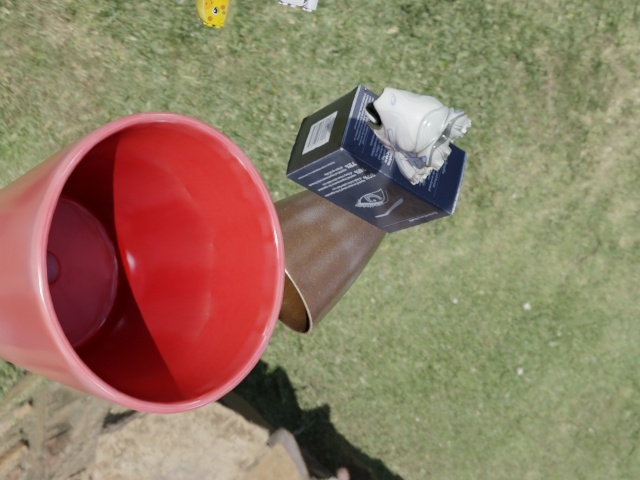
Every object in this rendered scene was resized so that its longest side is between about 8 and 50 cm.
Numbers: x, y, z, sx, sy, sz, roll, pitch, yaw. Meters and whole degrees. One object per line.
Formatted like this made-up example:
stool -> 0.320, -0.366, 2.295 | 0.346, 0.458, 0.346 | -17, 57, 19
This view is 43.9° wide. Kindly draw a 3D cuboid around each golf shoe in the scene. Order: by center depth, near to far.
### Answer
golf shoe -> 0.080, -0.102, 0.718 | 0.086, 0.176, 0.069 | 33, 86, 2

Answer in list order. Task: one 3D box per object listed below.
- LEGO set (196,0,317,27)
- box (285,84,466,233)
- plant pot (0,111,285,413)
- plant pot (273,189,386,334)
LEGO set -> -0.110, -0.257, 0.774 | 0.227, 0.087, 0.093 | 4, 109, -32
box -> 0.081, -0.109, 1.152 | 0.207, 0.153, 0.108 | 28, 66, -26
plant pot -> -0.213, 0.026, 0.774 | 0.274, 0.243, 0.275 | 7, 81, -49
plant pot -> 0.000, 0.000, 1.301 | 0.230, 0.215, 0.215 | -37, 125, -21
